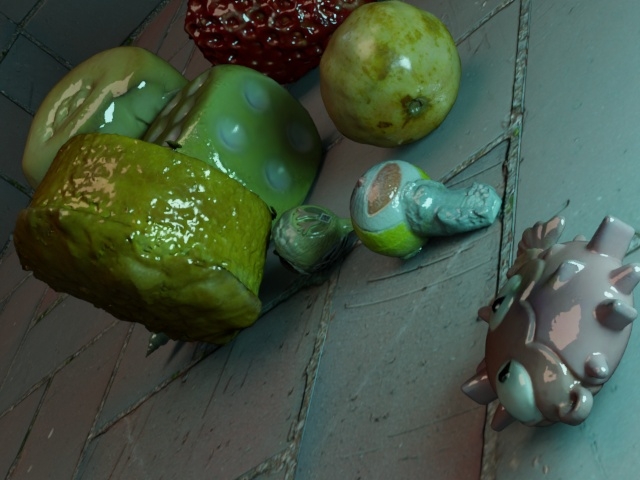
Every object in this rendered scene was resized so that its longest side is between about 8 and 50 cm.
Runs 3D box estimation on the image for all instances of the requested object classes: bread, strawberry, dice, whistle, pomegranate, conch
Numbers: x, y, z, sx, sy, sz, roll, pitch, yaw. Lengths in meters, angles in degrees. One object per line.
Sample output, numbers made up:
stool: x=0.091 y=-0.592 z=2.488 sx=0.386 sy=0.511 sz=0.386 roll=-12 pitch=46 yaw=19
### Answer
bread: x=-0.340 y=-0.161 z=2.220 sx=0.348 sy=0.376 sz=0.253 roll=-45 pitch=40 yaw=9
strawberry: x=-0.060 y=-0.445 z=2.244 sx=0.345 sy=0.295 sz=0.317 roll=-2 pitch=16 yaw=43
dice: x=-0.154 y=-0.128 z=1.960 sx=0.226 sy=0.233 sz=0.238 roll=-31 pitch=31 yaw=44
bread: x=-0.253 y=0.009 z=1.729 sx=0.398 sy=0.398 sz=0.215 roll=-10 pitch=56 yaw=61
whistle: x=0.115 y=-0.043 z=1.438 sx=0.223 sy=0.123 sz=0.123 roll=-1 pitch=53 yaw=47
pomegranate: x=0.093 y=-0.229 z=1.649 sx=0.207 sy=0.207 sz=0.207 roll=-44 pitch=23 yaw=24
conch: x=-0.231 y=0.124 z=1.987 sx=0.065 sy=0.088 sz=0.180 roll=33 pitch=77 yaw=26

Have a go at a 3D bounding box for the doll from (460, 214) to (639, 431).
doll: x=0.209 y=0.070 z=1.070 sx=0.211 sy=0.093 sz=0.262 roll=-46 pitch=24 yaw=35

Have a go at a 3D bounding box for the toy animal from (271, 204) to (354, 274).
toy animal: x=0.000 y=0.000 z=1.669 sx=0.098 sy=0.137 sz=0.098 roll=175 pitch=90 yaw=-81
